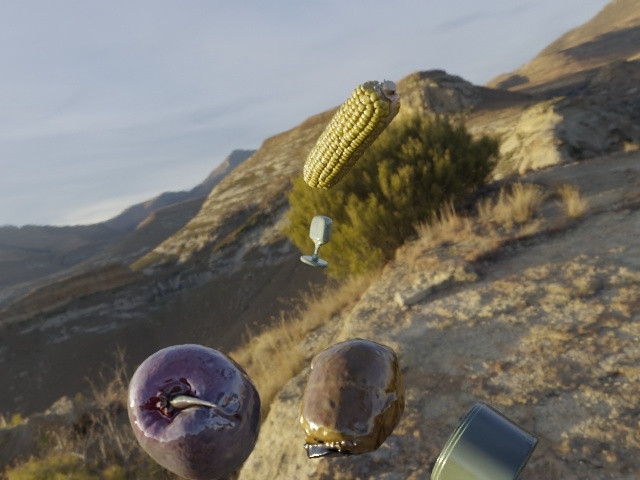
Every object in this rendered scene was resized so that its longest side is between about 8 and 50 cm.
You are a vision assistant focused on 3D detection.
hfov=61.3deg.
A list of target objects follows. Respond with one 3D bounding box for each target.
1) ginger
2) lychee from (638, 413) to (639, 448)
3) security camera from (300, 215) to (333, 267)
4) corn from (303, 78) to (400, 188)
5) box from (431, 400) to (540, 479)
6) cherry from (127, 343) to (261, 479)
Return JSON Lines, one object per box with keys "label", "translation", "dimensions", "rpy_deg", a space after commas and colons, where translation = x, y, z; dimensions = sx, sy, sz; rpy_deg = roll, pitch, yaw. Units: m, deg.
{"label": "ginger", "translation": [0.070, 0.311, 1.103], "dimensions": [0.201, 0.222, 0.269], "rpy_deg": [-11, -14, 17]}
{"label": "lychee", "translation": [0.753, 0.364, 1.056], "dimensions": [0.271, 0.236, 0.236], "rpy_deg": [-44, 7, -2]}
{"label": "security camera", "translation": [0.000, 0.000, 1.015], "dimensions": [0.058, 0.092, 0.058], "rpy_deg": [17, 6, -2]}
{"label": "corn", "translation": [0.044, -0.165, 0.861], "dimensions": [0.080, 0.080, 0.238], "rpy_deg": [-23, -16, -44]}
{"label": "box", "translation": [0.376, 0.502, 1.230], "dimensions": [0.149, 0.226, 0.226], "rpy_deg": [30, 34, 30]}
{"label": "cherry", "translation": [-0.190, 0.262, 0.835], "dimensions": [0.184, 0.213, 0.266], "rpy_deg": [-38, -32, -19]}
